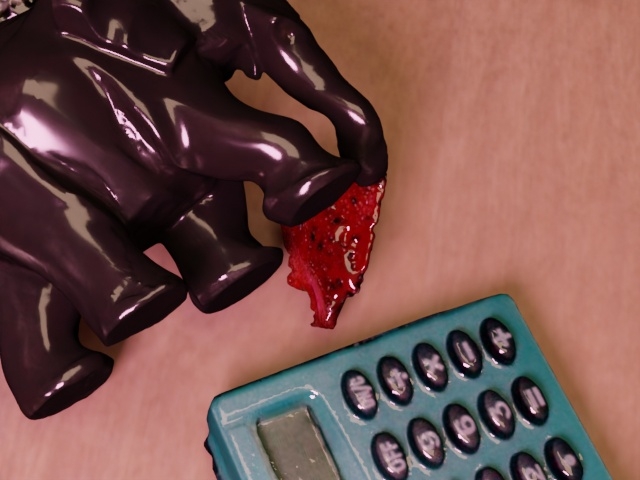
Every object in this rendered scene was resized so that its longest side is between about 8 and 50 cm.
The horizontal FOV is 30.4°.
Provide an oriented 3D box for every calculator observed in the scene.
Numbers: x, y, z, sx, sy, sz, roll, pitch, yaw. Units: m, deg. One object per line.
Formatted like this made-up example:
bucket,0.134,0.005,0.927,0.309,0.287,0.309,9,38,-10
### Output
calculator,0.079,0.177,0.812,0.274,0.058,0.248,-18,68,-18

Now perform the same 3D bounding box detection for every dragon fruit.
dragon fruit,-0.003,-0.002,0.884,0.063,0.097,0.131,16,83,-15

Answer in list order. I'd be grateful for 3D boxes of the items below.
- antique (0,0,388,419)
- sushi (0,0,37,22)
antique,-0.138,-0.067,0.811,0.322,0.185,0.255,-32,76,-9
sushi,-0.259,-0.178,0.907,0.225,0.126,0.136,-36,73,-21
